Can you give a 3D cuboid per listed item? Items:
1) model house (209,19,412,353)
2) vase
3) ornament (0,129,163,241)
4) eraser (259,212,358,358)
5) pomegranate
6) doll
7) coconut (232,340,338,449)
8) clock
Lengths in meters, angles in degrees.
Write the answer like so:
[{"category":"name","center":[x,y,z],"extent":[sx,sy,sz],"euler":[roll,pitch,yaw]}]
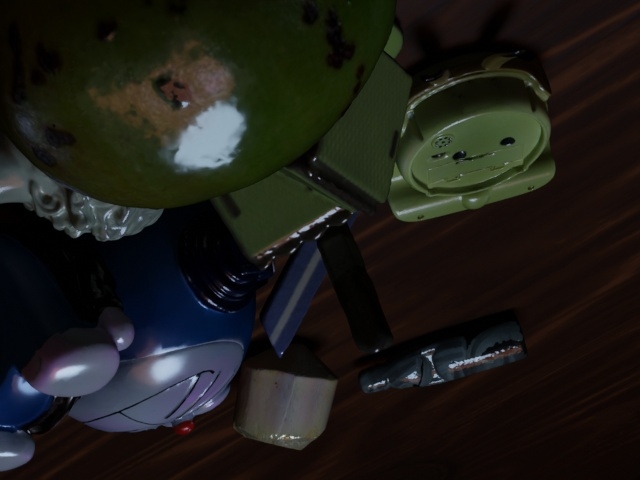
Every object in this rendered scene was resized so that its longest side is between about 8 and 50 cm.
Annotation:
[{"category":"model house","center":[-0.014,-0.055,1.194],"extent":[0.205,0.278,0.218],"euler":[-29,150,20]},{"category":"vase","center":[0.148,0.147,1.856],"extent":[0.211,0.060,0.060],"euler":[-16,152,1]},{"category":"ornament","center":[-0.254,-0.060,1.172],"extent":[0.285,0.120,0.130],"euler":[2,149,-2]},{"category":"eraser","center":[0.000,0.000,1.379],"extent":[0.036,0.225,0.082],"euler":[28,178,-2]},{"category":"pomegranate","center":[-0.092,-0.179,0.949],"extent":[0.291,0.290,0.323],"euler":[-10,142,-11]},{"category":"doll","center":[-0.191,0.063,1.323],"extent":[0.284,0.240,0.310],"euler":[-26,167,39]},{"category":"coconut","center":[-0.043,0.178,1.765],"extent":[0.116,0.122,0.116],"euler":[13,178,0]},{"category":"clock","center":[0.135,-0.109,1.384],"extent":[0.170,0.069,0.232],"euler":[-15,151,-2]}]
